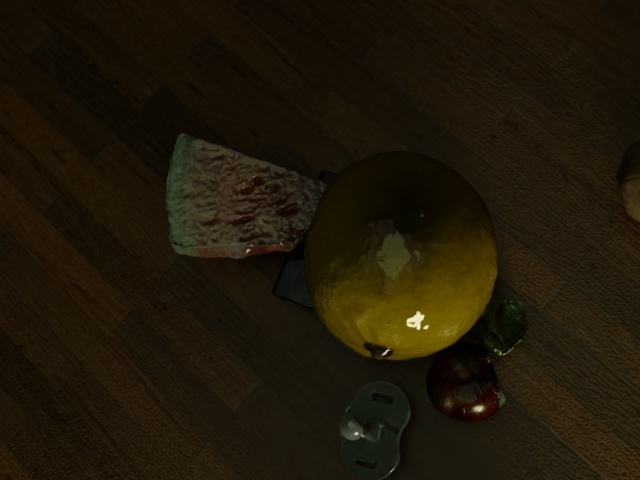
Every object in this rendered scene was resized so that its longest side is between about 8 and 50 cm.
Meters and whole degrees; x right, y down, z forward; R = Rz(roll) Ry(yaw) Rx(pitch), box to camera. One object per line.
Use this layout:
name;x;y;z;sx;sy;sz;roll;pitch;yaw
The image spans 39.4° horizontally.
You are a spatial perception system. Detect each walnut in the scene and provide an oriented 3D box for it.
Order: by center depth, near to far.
walnut;0.513;-0.084;1.286;0.166;0.149;0.166;-7;42;6

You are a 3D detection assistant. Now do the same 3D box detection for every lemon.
lemon;0.113;0.021;1.278;0.297;0.297;0.297;-3;76;12

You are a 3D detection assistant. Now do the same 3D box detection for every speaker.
speaker;0.000;0.000;1.428;0.082;0.044;0.218;21;82;17

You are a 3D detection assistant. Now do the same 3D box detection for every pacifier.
pacifier;0.062;0.275;1.315;0.126;0.116;0.150;15;84;42

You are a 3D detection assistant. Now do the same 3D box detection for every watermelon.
watermelon;-0.112;-0.059;1.420;0.256;0.140;0.193;6;84;11

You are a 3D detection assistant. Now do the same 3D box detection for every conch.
conch;0.264;0.120;1.323;0.089;0.074;0.121;-25;34;5

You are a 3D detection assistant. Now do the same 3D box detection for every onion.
onion;0.208;0.207;1.296;0.118;0.119;0.117;-16;38;9
